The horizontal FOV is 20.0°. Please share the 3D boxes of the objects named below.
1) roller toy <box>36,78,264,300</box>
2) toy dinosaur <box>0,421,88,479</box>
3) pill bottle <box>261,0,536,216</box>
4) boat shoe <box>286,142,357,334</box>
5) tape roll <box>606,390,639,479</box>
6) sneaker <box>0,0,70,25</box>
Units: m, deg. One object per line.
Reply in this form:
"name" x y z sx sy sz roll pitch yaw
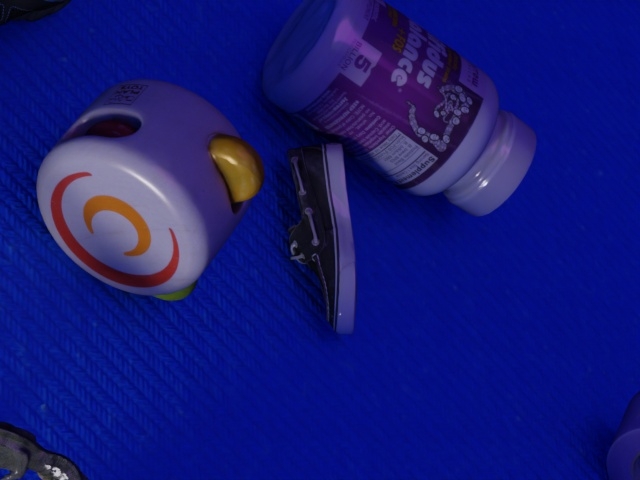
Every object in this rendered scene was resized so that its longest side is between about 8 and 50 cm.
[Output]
"roller toy" -0.169 -0.058 1.798 0.191 0.209 0.146 35 49 -1
"toy dinosaur" -0.326 0.175 1.610 0.268 0.118 0.064 32 51 -20
"pill bottle" 0.096 -0.156 2.074 0.301 0.169 0.169 32 52 -21
"boat shoe" 0.000 0.000 1.992 0.070 0.078 0.219 -5 71 -3
"tape roll" 0.434 0.256 2.110 0.189 0.189 0.080 42 49 -13
"sneaker" -0.354 -0.259 1.798 0.341 0.139 0.125 -35 94 -41
